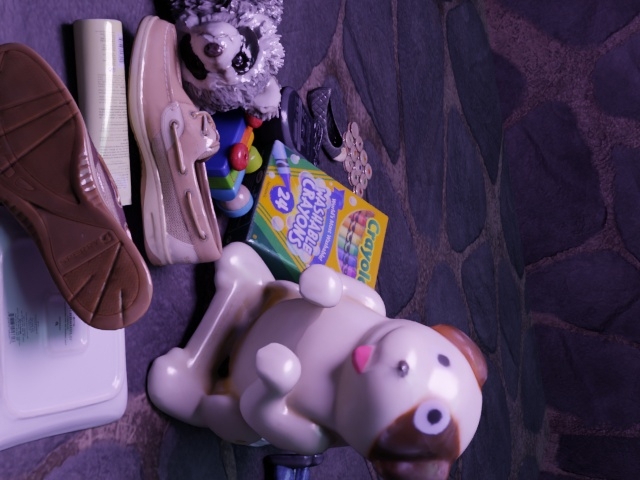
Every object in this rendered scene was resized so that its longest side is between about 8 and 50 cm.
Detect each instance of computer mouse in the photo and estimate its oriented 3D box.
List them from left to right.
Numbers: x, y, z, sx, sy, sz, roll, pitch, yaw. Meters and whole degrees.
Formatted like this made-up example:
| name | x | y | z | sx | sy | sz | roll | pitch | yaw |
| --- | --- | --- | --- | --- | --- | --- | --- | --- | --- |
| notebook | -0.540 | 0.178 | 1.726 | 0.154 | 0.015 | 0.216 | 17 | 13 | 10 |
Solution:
| name | x | y | z | sx | sy | sz | roll | pitch | yaw |
| --- | --- | --- | --- | --- | --- | --- | --- | --- | --- |
| computer mouse | -0.058 | -0.179 | 1.561 | 0.272 | 0.072 | 0.189 | 54 | 37 | -66 |

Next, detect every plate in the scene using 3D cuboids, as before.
| name | x | y | z | sx | sy | sz | roll | pitch | yaw |
| --- | --- | --- | --- | --- | --- | --- | --- | --- | --- |
| plate | -0.315 | 0.097 | 1.023 | 0.278 | 0.045 | 0.278 | 2 | 86 | -63 |

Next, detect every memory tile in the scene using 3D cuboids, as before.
| name | x | y | z | sx | sy | sz | roll | pitch | yaw |
| --- | --- | --- | --- | --- | --- | --- | --- | --- | --- |
| memory tile | 0.077 | -0.174 | 1.887 | 0.148 | 0.012 | 0.113 | 67 | 32 | -33 |

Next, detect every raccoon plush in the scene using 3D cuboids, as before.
| name | x | y | z | sx | sy | sz | roll | pitch | yaw |
| --- | --- | --- | --- | --- | --- | --- | --- | --- | --- |
| raccoon plush | -0.099 | -0.362 | 1.355 | 0.446 | 0.216 | 0.299 | -40 | 130 | -59 |

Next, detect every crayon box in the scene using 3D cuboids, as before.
| name | x | y | z | sx | sy | sz | roll | pitch | yaw |
| --- | --- | --- | --- | --- | --- | --- | --- | --- | --- |
| crayon box | 0.000 | 0.000 | 1.491 | 0.323 | 0.083 | 0.203 | 33 | 55 | -30 |

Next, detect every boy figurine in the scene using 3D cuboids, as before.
| name | x | y | z | sx | sy | sz | roll | pitch | yaw |
| --- | --- | --- | --- | --- | --- | --- | --- | --- | --- |
| boy figurine | -0.050 | 0.506 | 1.465 | 0.177 | 0.092 | 0.285 | 31 | 57 | -62 |

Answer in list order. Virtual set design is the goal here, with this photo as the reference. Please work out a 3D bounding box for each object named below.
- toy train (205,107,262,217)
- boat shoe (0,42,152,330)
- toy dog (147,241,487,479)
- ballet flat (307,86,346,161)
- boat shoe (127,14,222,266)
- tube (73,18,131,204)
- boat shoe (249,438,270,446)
| name | x | y | z | sx | sy | sz | roll | pitch | yaw |
| --- | --- | --- | --- | --- | --- | --- | --- | --- | --- |
| toy train | -0.129 | -0.169 | 1.381 | 0.143 | 0.105 | 0.248 | 70 | 29 | -51 |
| boat shoe | -0.290 | -0.055 | 0.981 | 0.342 | 0.123 | 0.123 | 60 | -8 | 2 |
| toy dog | 0.023 | 0.210 | 1.211 | 0.285 | 0.407 | 0.395 | -54 | 128 | -32 |
| ballet flat | 0.020 | -0.228 | 1.735 | 0.173 | 0.049 | 0.057 | 67 | 33 | -35 |
| boat shoe | -0.191 | -0.137 | 1.194 | 0.121 | 0.110 | 0.341 | -66 | 153 | -79 |
| tube | -0.281 | -0.161 | 1.115 | 0.070 | 0.062 | 0.240 | -6 | 99 | -23 |
| boat shoe | -0.045 | 0.298 | 1.489 | 0.277 | 0.096 | 0.098 | 6 | 85 | -62 |
